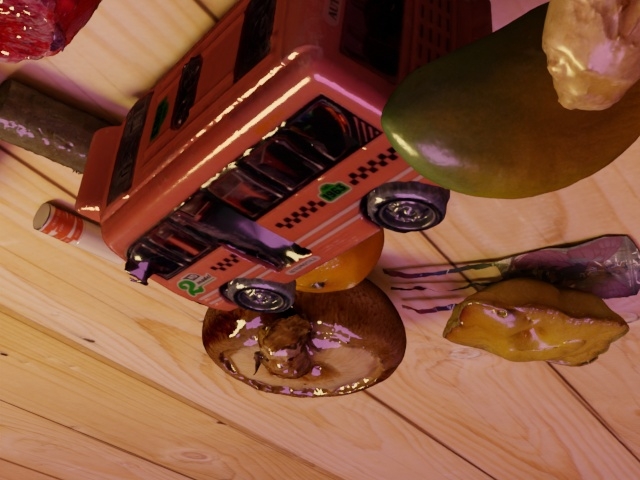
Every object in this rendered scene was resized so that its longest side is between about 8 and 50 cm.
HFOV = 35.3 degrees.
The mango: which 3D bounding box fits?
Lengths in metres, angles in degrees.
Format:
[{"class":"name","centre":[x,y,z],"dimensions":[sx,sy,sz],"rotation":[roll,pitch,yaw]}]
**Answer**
[{"class":"mango","centre":[0.160,-0.099,0.762],"dimensions":[0.237,0.137,0.091],"rotation":[-28,-164,-15]}]

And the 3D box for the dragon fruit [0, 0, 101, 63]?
[{"class":"dragon fruit","centre":[-0.262,-0.218,0.729],"dimensions":[0.211,0.147,0.282],"rotation":[25,167,-3]}]

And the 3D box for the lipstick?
[{"class":"lipstick","centre":[-0.312,-0.008,1.322],"dimensions":[0.038,0.038,0.130],"rotation":[-20,145,38]}]

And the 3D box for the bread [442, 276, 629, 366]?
[{"class":"bread","centre":[0.294,0.110,1.398],"dimensions":[0.232,0.088,0.161],"rotation":[7,145,-10]}]

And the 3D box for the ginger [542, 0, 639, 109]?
[{"class":"ginger","centre":[0.265,-0.293,0.587],"dimensions":[0.363,0.122,0.348],"rotation":[-22,122,-5]}]

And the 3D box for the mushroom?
[{"class":"mushroom","centre":[-0.025,0.130,1.436],"dimensions":[0.296,0.163,0.278],"rotation":[-3,161,13]}]

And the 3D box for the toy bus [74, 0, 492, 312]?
[{"class":"toy bus","centre":[-0.043,-0.093,0.954],"dimensions":[0.233,0.203,0.427],"rotation":[25,145,-28]}]

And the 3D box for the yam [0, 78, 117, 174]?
[{"class":"yam","centre":[-0.275,-0.112,1.082],"dimensions":[0.169,0.068,0.068],"rotation":[24,147,-34]}]

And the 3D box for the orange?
[{"class":"orange","centre":[0.000,0.000,1.209],"dimensions":[0.156,0.124,0.156],"rotation":[5,151,3]}]

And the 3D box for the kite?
[{"class":"kite","centre":[0.276,0.059,1.409],"dimensions":[0.360,0.022,0.204],"rotation":[-8,151,19]}]
